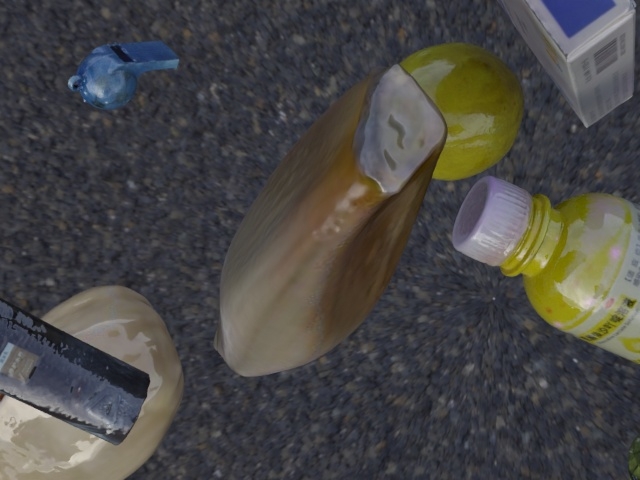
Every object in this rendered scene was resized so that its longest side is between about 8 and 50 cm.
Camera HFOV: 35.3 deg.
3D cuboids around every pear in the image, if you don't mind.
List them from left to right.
[{"bbox_3d":[0.141,-0.141,1.099,0.162,0.149,0.148,-16,83,-28],"label":"pear"}]

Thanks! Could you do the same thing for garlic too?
[{"bbox_3d":[0.002,-0.007,0.679,0.112,0.318,0.143,21,56,-4],"label":"garlic"}]

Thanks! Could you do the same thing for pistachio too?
[{"bbox_3d":[-0.271,0.182,1.074,0.318,0.214,0.193,-43,59,17],"label":"pistachio"}]

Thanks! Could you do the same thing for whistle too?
[{"bbox_3d":[-0.278,-0.224,1.385,0.090,0.158,0.090,15,112,43],"label":"whistle"}]

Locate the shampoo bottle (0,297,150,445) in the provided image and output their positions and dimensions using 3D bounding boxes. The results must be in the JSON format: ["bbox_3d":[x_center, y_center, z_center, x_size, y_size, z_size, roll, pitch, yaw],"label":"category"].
[{"bbox_3d":[-0.219,0.073,0.688,0.208,0.063,0.057,31,70,-20],"label":"shampoo bottle"}]

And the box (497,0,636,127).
[{"bbox_3d":[0.197,-0.219,0.885,0.065,0.343,0.200,-34,79,13],"label":"box"}]

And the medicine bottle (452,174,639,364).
[{"bbox_3d":[0.218,0.017,0.832,0.213,0.122,0.121,22,91,-10],"label":"medicine bottle"}]

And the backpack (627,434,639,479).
[{"bbox_3d":[0.538,0.334,1.378,0.207,0.253,0.140,-25,109,-5],"label":"backpack"}]
